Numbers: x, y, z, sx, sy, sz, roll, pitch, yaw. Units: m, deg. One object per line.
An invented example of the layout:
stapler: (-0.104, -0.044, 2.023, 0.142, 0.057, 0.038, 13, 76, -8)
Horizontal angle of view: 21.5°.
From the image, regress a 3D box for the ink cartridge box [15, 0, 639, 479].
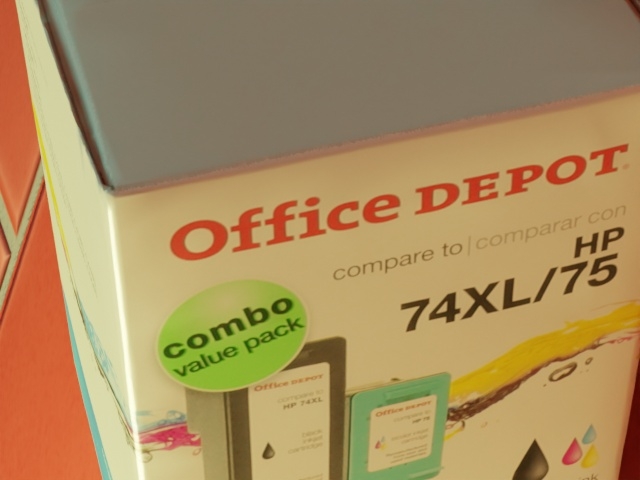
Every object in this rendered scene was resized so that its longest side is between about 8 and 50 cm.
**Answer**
ink cartridge box: (0.000, 0.000, 0.669, 0.197, 0.198, 0.270, -114, 16, -45)

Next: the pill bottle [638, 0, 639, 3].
pill bottle: (0.139, -0.085, 0.638, 0.087, 0.087, 0.160, -57, 38, 40)
